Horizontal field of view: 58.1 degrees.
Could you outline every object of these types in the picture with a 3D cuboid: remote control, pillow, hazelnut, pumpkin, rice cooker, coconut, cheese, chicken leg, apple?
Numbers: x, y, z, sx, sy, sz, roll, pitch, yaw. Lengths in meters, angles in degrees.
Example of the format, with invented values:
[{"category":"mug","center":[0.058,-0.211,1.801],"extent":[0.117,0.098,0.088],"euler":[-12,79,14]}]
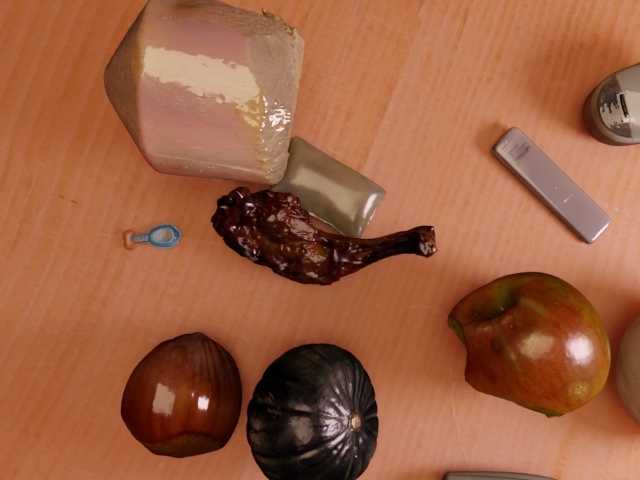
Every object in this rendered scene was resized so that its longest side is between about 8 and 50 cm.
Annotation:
[{"category":"remote control","center":[0.429,-0.102,1.073],"extent":[0.261,0.029,0.067],"euler":[44,89,-1]},{"category":"pillow","center":[0.009,-0.095,1.057],"extent":[0.208,0.053,0.119],"euler":[29,91,-3]},{"category":"hazelnut","center":[-0.241,0.270,0.995],"extent":[0.210,0.210,0.186],"euler":[48,119,1]},{"category":"pumpkin","center":[-0.015,0.300,0.983],"extent":[0.249,0.216,0.250],"euler":[-2,94,-32]},{"category":"rice cooker","center":[0.576,-0.242,1.027],"extent":[0.206,0.127,0.145],"euler":[-14,89,-4]},{"category":"coconut","center":[-0.190,-0.244,0.942],"extent":[0.309,0.297,0.298],"euler":[10,89,-5]},{"category":"cheese","center":[-0.313,-0.006,1.072],"extent":[0.111,0.017,0.047],"euler":[-6,85,0]},{"category":"chicken leg","center":[0.000,0.000,1.018],"extent":[0.406,0.096,0.158],"euler":[11,112,12]},{"category":"apple","center":[0.345,0.181,0.958],"extent":[0.246,0.246,0.226],"euler":[-36,104,-1]}]

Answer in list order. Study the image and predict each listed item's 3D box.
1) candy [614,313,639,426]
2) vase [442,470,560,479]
[{"category":"candy","center":[0.642,0.221,0.987],"extent":[0.295,0.185,0.296],"euler":[-1,104,-5]},{"category":"vase","center":[0.334,0.469,1.013],"extent":[0.247,0.128,0.129],"euler":[10,89,8]}]
